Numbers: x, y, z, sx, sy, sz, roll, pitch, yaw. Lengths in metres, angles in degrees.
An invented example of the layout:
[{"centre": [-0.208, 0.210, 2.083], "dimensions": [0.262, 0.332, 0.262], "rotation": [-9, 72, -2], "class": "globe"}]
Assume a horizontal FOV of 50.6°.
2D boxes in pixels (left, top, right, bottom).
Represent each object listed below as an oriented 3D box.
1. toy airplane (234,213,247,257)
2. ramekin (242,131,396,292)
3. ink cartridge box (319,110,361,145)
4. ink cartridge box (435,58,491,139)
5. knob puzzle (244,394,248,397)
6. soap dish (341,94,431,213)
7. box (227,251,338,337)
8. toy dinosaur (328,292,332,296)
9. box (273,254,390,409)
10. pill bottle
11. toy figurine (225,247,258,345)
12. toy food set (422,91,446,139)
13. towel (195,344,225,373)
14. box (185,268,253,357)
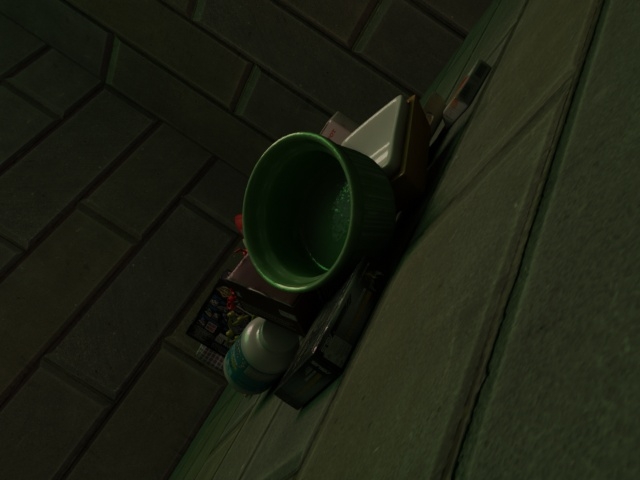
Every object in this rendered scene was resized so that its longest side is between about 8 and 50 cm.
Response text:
[{"centre": [-0.078, 0.011, 2.214], "dimensions": [0.386, 0.385, 0.272], "rotation": [94, -178, -76], "class": "toy airplane"}, {"centre": [0.001, -0.049, 1.311], "dimensions": [0.148, 0.303, 0.303], "rotation": [3, -49, -46], "class": "ramekin"}, {"centre": [0.113, -0.278, 2.318], "dimensions": [0.207, 0.283, 0.117], "rotation": [-54, 3, 33], "class": "ink cartridge box"}, {"centre": [0.340, -0.349, 1.682], "dimensions": [0.145, 0.045, 0.179], "rotation": [-57, 5, -25], "class": "ink cartridge box"}, {"centre": [-0.190, 0.390, 2.164], "dimensions": [0.213, 0.030, 0.213], "rotation": [-47, 23, 27], "class": "knob puzzle"}, {"centre": [0.130, -0.159, 1.469], "dimensions": [0.229, 0.118, 0.290], "rotation": [-36, 27, 37], "class": "soap dish"}, {"centre": [-0.022, 0.019, 1.597], "dimensions": [0.381, 0.191, 0.143], "rotation": [-52, -34, -28], "class": "box"}, {"centre": [0.060, 0.078, 1.436], "dimensions": [0.118, 0.064, 0.268], "rotation": [-40, 18, 56], "class": "toy dinosaur"}, {"centre": [0.020, 0.158, 1.162], "dimensions": [0.231, 0.056, 0.183], "rotation": [-58, 2, -40], "class": "box"}, {"centre": [-0.141, 0.277, 1.679], "dimensions": [0.146, 0.146, 0.264], "rotation": [-58, 3, -38], "class": "pill bottle"}, {"centre": [-0.105, 0.186, 1.758], "dimensions": [0.191, 0.217, 0.362], "rotation": [-17, -47, -39], "class": "toy figurine"}, {"centre": [0.204, -0.214, 1.745], "dimensions": [0.219, 0.092, 0.306], "rotation": [-58, -3, -37], "class": "toy food set"}, {"centre": [-0.310, 0.381, 2.585], "dimensions": [0.283, 0.235, 0.121], "rotation": [-57, 6, 9], "class": "towel"}, {"centre": [-0.264, 0.280, 2.268], "dimensions": [0.293, 0.296, 0.073], "rotation": [-56, 5, 31], "class": "box"}]
